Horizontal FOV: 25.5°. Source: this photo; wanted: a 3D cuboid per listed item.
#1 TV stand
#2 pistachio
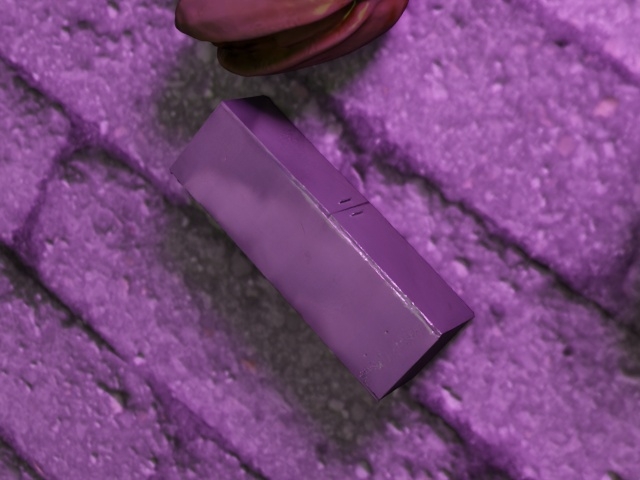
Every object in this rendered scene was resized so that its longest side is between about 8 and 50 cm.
[{"bbox_3d":[0.000,0.000,1.199,0.269,0.082,0.088,47,117,11],"label":"TV stand"},{"bbox_3d":[-0.022,-0.204,1.154,0.206,0.131,0.129,-15,136,32],"label":"pistachio"}]
